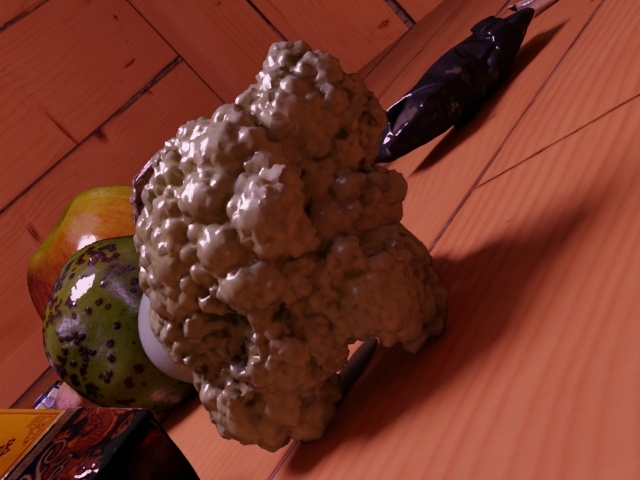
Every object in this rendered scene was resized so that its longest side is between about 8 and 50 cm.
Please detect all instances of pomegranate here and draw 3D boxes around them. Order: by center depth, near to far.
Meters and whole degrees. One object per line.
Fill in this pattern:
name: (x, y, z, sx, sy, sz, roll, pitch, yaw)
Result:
pomegranate: (-0.255, 0.125, 1.316, 0.270, 0.254, 0.254, -56, 9, 5)

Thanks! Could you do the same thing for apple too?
apple: (-0.350, 0.060, 1.789, 0.339, 0.339, 0.339, -42, 10, 9)

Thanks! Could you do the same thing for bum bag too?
bum bag: (0.195, -0.221, 1.383, 0.340, 0.095, 0.144, -42, 0, -32)

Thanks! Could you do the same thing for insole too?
insole: (0.017, 0.128, 0.864, 0.045, 0.002, 0.135, -35, 13, 44)

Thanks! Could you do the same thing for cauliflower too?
cauliflower: (-0.005, 0.004, 0.816, 0.260, 0.281, 0.327, -151, 64, -64)

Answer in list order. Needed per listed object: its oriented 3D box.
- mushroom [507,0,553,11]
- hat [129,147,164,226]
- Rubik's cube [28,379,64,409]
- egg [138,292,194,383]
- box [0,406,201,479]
mushroom: (0.370, -0.406, 1.579, 0.187, 0.060, 0.061, -38, 9, 47)
hat: (-0.203, -0.092, 1.669, 0.244, 0.149, 0.214, -54, -22, -62)
Rubik's cube: (-0.405, 0.287, 1.587, 0.133, 0.133, 0.112, -41, 35, 15)
egg: (-0.100, 0.063, 1.128, 0.231, 0.168, 0.168, -40, 9, -10)
box: (-0.332, 0.282, 0.929, 0.415, 0.115, 0.264, -7, 31, 40)
